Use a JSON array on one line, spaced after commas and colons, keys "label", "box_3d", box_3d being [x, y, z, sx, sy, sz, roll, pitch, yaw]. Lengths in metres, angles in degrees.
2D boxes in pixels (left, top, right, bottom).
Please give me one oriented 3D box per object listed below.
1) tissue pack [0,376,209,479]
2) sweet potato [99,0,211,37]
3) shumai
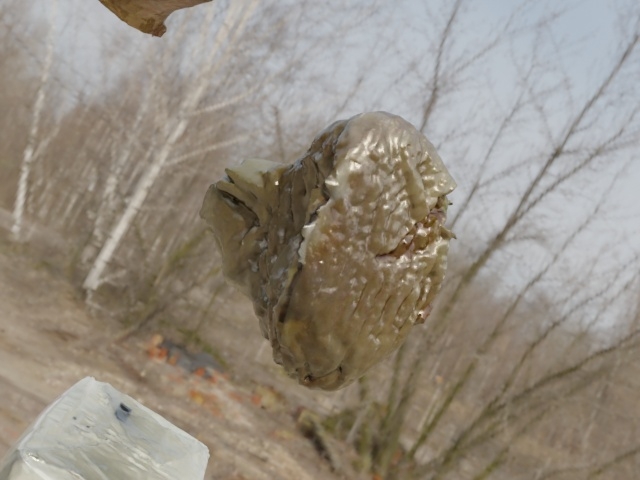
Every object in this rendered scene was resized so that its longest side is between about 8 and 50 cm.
[{"label": "tissue pack", "box_3d": [-0.281, 0.345, 0.958, 0.194, 0.356, 0.266, 34, 7, -4]}, {"label": "sweet potato", "box_3d": [-0.093, -0.308, 0.930, 0.337, 0.131, 0.131, -18, -35, 37]}, {"label": "shumai", "box_3d": [-0.001, -0.001, 1.216, 0.217, 0.345, 0.283, 3, 12, -30]}]
